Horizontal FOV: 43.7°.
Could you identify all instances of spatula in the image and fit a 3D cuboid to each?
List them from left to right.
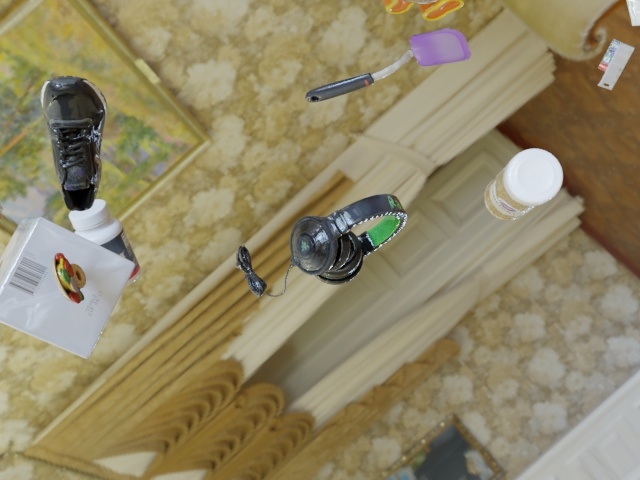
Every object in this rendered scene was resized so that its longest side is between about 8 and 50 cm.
[{"bbox_3d":[0.110,-0.297,1.387,0.084,0.297,0.030,53,-158,-53],"label":"spatula"}]

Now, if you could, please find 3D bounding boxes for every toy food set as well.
[{"bbox_3d":[-0.380,0.057,1.207,0.083,0.020,0.082,68,-178,-46],"label":"toy food set"}]

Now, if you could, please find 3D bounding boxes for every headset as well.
[{"bbox_3d":[0.000,0.000,1.793,0.185,0.394,0.243,61,-170,19],"label":"headset"}]

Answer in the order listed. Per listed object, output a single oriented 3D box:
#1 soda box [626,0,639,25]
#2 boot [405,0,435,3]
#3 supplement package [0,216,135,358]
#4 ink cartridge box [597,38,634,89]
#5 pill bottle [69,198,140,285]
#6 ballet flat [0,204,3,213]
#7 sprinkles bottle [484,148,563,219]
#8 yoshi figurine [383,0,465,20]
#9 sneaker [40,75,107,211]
[{"bbox_3d":[0.528,-0.458,1.287,0.074,0.069,0.216,10,140,44],"label":"soda box"},{"bbox_3d":[0.044,-0.417,1.199,0.248,0.090,0.207,11,-175,-32],"label":"boot"},{"bbox_3d":[-0.467,0.073,1.390,0.175,0.177,0.293,29,169,-23],"label":"supplement package"},{"bbox_3d":[0.726,-0.436,1.984,0.063,0.115,0.029,6,-152,-38],"label":"ink cartridge box"},{"bbox_3d":[-0.464,0.010,1.701,0.108,0.108,0.180,-132,22,-58],"label":"pill bottle"},{"bbox_3d":[-0.481,-0.033,0.886,0.091,0.241,0.077,33,127,46],"label":"ballet flat"},{"bbox_3d":[0.468,-0.124,1.873,0.121,0.121,0.355,48,180,6],"label":"sprinkles bottle"},{"bbox_3d":[0.209,-0.649,1.613,0.203,0.203,0.362,32,-128,-69],"label":"yoshi figurine"},{"bbox_3d":[-0.419,-0.158,1.390,0.283,0.107,0.124,105,156,-57],"label":"sneaker"}]
